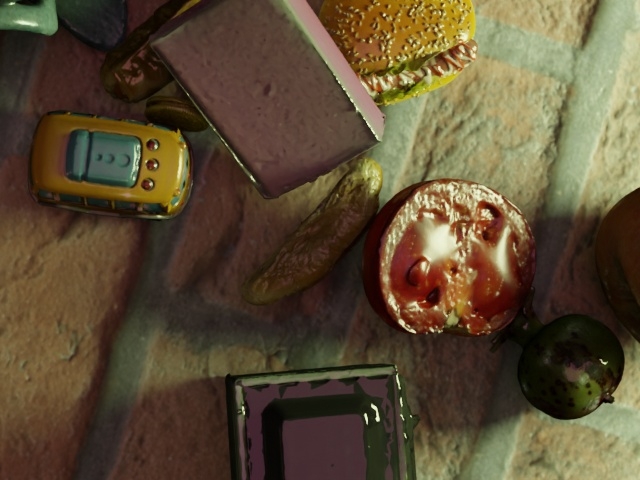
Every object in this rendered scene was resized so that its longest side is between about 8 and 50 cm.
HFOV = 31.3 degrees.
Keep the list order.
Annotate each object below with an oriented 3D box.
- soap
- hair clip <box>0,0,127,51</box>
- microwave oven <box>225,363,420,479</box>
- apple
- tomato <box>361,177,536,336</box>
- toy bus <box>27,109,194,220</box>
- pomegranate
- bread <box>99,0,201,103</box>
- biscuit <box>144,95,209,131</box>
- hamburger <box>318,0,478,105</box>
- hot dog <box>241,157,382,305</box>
[{"bbox_3d":[-0.063,-0.195,1.406,0.181,0.081,0.259,-28,113,22],"label":"soap"},{"bbox_3d":[-0.390,-0.382,1.374,0.392,0.238,0.318,-7,91,-8],"label":"hair clip"},{"bbox_3d":[0.007,0.329,1.367,0.218,0.286,0.355,-3,84,-8],"label":"microwave oven"},{"bbox_3d":[0.470,0.043,1.452,0.194,0.261,0.261,-33,92,-6],"label":"apple"},{"bbox_3d":[0.147,0.020,1.466,0.233,0.139,0.200,9,92,-26],"label":"tomato"},{"bbox_3d":[-0.261,-0.095,1.423,0.209,0.136,0.126,8,87,-8],"label":"toy bus"},{"bbox_3d":[0.308,0.152,1.482,0.169,0.148,0.148,34,84,3],"label":"pomegranate"},{"bbox_3d":[-0.136,-0.311,1.478,0.367,0.084,0.077,-43,134,-8],"label":"bread"},{"bbox_3d":[-0.183,-0.161,1.462,0.084,0.084,0.023,10,77,-6],"label":"biscuit"},{"bbox_3d":[0.100,-0.268,1.485,0.210,0.116,0.173,-17,87,-7],"label":"hamburger"},{"bbox_3d":[0.000,0.000,1.451,0.073,0.084,0.242,43,97,5],"label":"hot dog"}]
